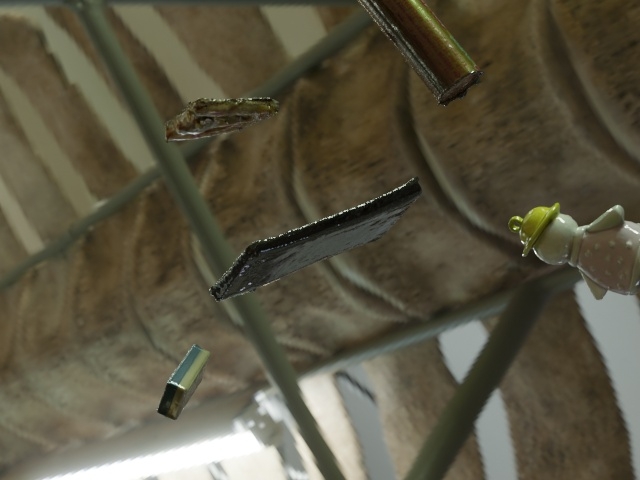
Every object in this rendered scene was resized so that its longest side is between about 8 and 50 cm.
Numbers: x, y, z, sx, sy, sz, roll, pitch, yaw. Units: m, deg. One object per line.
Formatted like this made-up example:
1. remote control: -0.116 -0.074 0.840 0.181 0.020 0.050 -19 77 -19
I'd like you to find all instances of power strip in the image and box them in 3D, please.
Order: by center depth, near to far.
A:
1. power strip: -0.189 0.197 1.785 0.032 0.123 0.056 24 -64 3

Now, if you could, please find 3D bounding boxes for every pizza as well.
1. pizza: -0.150 -0.188 1.917 0.176 0.185 0.036 109 -32 -84

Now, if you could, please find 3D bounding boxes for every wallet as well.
1. wallet: 0.000 -0.001 1.630 0.030 0.285 0.146 58 -34 16

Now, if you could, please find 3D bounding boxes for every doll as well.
1. doll: 0.319 0.010 1.493 0.207 0.081 0.129 18 -54 18

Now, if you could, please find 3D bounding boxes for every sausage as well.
1. sausage: 0.086 -0.341 1.760 0.371 0.082 0.082 54 -34 18
